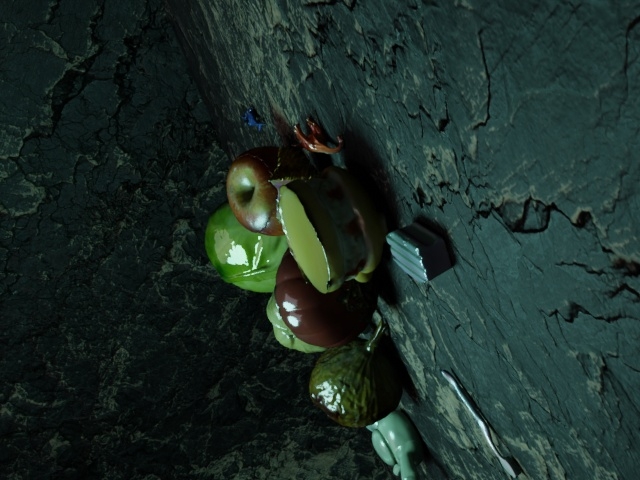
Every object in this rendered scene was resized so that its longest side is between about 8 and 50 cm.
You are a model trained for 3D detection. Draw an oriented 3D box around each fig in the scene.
[{"bbox_3d":[0.126,0.363,1.979,0.286,0.287,0.368,52,136,48],"label":"fig"}]

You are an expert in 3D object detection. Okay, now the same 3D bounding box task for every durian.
[{"bbox_3d":[-0.043,-0.134,1.695,0.260,0.187,0.153,122,164,-65],"label":"durian"}]

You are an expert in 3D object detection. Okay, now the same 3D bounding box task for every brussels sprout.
[{"bbox_3d":[-0.198,0.006,2.223,0.342,0.361,0.425,61,171,31],"label":"brussels sprout"}]

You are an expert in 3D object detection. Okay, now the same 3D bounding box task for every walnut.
[{"bbox_3d":[-0.024,0.210,2.070,0.253,0.277,0.281,-4,114,43],"label":"walnut"}]

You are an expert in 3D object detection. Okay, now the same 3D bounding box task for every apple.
[{"bbox_3d":[-0.142,-0.148,1.930,0.272,0.207,0.251,34,119,39],"label":"apple"}]

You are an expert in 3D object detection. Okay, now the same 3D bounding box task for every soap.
[{"bbox_3d":[0.179,0.021,1.215,0.149,0.056,0.100,42,154,63],"label":"soap"}]

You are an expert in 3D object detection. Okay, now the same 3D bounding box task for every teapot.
[{"bbox_3d":[0.267,0.691,2.227,0.219,0.149,0.318,60,171,9],"label":"teapot"}]

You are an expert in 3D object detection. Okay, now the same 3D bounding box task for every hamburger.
[{"bbox_3d":[0.040,-0.014,1.463,0.261,0.187,0.302,-133,28,-53],"label":"hamburger"}]

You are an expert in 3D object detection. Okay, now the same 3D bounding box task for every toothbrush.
[{"bbox_3d":[0.341,0.387,1.419,0.269,0.027,0.021,57,133,32],"label":"toothbrush"}]

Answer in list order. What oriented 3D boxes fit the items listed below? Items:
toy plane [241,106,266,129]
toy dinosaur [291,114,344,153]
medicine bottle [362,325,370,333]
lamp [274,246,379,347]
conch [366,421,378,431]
[{"bbox_3d":[-0.225,-0.407,2.222,0.167,0.054,0.062,-129,41,-53],"label":"toy plane"},{"bbox_3d":[-0.013,-0.240,1.546,0.101,0.055,0.279,56,170,-11],"label":"toy dinosaur"},{"bbox_3d":[0.114,0.257,2.173,0.221,0.061,0.092,-170,73,-76],"label":"medicine bottle"},{"bbox_3d":[0.015,0.126,1.706,0.303,0.257,0.302,30,-127,-52],"label":"lamp"},{"bbox_3d":[0.192,0.625,2.530,0.221,0.121,0.185,57,169,-1],"label":"conch"}]
